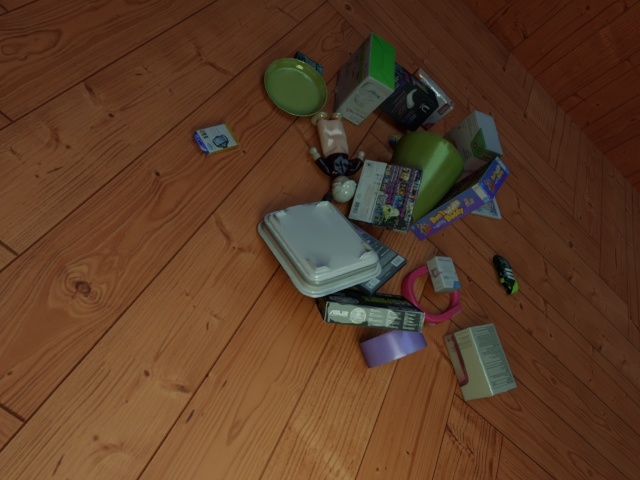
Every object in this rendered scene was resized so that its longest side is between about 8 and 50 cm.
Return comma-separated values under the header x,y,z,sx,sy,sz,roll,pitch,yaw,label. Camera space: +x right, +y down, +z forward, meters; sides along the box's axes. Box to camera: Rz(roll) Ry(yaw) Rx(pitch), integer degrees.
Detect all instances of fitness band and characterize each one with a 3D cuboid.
x,y,z,sx,sy,sz,roll,pitch,yaw,label
0.409,0.191,1.748,0.291,0.054,0.208,-16,74,-42,fitness band

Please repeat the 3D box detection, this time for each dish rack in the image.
x,y,z,sx,sy,sz,roll,pitch,yaw,label
0.000,0.000,1.421,0.286,0.072,0.332,-16,50,-30,dish rack

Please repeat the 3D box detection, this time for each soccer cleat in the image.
x,y,z,sx,sy,sz,roll,pitch,yaw,label
0.781,0.145,2.043,0.072,0.060,0.178,-23,84,-41,soccer cleat

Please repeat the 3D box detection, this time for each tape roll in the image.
x,y,z,sx,sy,sz,roll,pitch,yaw,label
0.217,0.312,1.440,0.189,0.189,0.080,-9,73,-40,tape roll

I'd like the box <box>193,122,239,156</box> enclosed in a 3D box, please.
x,y,z,sx,sy,sz,roll,pitch,yaw,label
-0.326,-0.310,1.487,0.136,0.028,0.081,-28,85,-40,box

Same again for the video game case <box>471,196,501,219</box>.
x,y,z,sx,sy,sz,roll,pitch,yaw,label
0.743,-0.193,2.224,0.202,0.023,0.183,8,62,-33,video game case

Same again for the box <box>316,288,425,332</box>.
x,y,z,sx,sy,sz,roll,pitch,yaw,label
0.132,0.192,1.372,0.270,0.216,0.060,7,94,-7,box

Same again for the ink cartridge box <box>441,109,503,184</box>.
x,y,z,sx,sy,sz,roll,pitch,yaw,label
0.618,-0.384,2.064,0.117,0.278,0.201,11,60,-29,ink cartridge box

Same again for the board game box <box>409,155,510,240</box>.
x,y,z,sx,sy,sz,roll,pitch,yaw,label
0.519,-0.153,1.813,0.078,0.347,0.233,49,47,-4,board game box

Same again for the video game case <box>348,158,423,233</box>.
x,y,z,sx,sy,sz,roll,pitch,yaw,label
0.227,-0.155,1.673,0.211,0.042,0.231,13,77,15,video game case

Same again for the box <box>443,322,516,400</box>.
x,y,z,sx,sy,sz,roll,pitch,yaw,label
0.551,0.419,1.673,0.149,0.127,0.232,0,67,-37,box

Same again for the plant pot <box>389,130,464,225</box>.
x,y,z,sx,sy,sz,roll,pitch,yaw,label
0.347,-0.206,1.801,0.275,0.275,0.293,39,65,-13,plant pot

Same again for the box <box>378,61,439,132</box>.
x,y,z,sx,sy,sz,roll,pitch,yaw,label
0.342,-0.615,2.041,0.271,0.165,0.143,31,35,-20,box

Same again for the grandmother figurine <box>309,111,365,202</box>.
x,y,z,sx,sy,sz,roll,pitch,yaw,label
0.062,-0.295,1.728,0.208,0.104,0.342,-5,70,-9,grandmother figurine

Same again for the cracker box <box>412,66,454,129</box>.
x,y,z,sx,sy,sz,roll,pitch,yaw,label
0.464,-0.634,2.163,0.232,0.156,0.067,42,41,-11,cracker box

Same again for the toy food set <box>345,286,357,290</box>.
x,y,z,sx,sy,sz,roll,pitch,yaw,label
0.139,0.132,1.537,0.111,0.104,0.232,25,54,-24,toy food set

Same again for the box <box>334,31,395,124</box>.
x,y,z,sx,sy,sz,roll,pitch,yaw,label
0.171,-0.633,1.896,0.127,0.231,0.261,23,54,-25,box

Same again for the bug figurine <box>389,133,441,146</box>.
x,y,z,sx,sy,sz,roll,pitch,yaw,label
0.426,-0.383,2.028,0.279,0.072,0.216,-9,49,-35,bug figurine

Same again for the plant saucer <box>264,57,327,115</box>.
x,y,z,sx,sy,sz,roll,pitch,yaw,label
-0.093,-0.552,1.758,0.241,0.037,0.240,7,70,-21,plant saucer

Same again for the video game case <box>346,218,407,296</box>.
x,y,z,sx,sy,sz,roll,pitch,yaw,label
0.103,0.038,1.482,0.274,0.026,0.196,35,48,23,video game case

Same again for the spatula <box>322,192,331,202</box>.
x,y,z,sx,sy,sz,roll,pitch,yaw,label
-0.005,-0.054,1.582,0.084,0.030,0.296,32,50,-15,spatula

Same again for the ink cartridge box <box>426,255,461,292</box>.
x,y,z,sx,sy,sz,roll,pitch,yaw,label
0.445,0.123,1.742,0.089,0.052,0.122,7,61,-34,ink cartridge box

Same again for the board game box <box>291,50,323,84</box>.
x,y,z,sx,sy,sz,roll,pitch,yaw,label
-0.054,-0.638,1.870,0.126,0.026,0.186,25,53,-25,board game box
